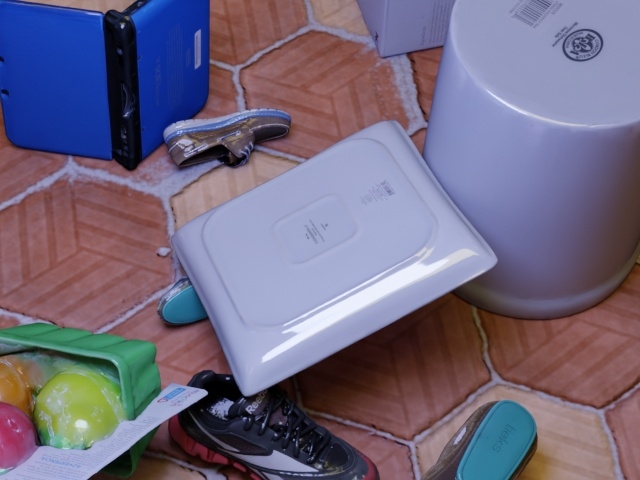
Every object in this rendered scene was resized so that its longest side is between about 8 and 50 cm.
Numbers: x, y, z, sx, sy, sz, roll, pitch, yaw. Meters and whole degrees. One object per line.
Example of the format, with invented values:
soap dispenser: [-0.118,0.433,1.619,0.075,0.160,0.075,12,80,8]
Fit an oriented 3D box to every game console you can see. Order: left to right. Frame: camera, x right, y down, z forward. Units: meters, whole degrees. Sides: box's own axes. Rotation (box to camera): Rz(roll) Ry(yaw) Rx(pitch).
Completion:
game console: [-0.291,-0.251,2.223,0.173,0.293,0.250,34,58,19]

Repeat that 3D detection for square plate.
square plate: [0.000,0.000,2.048,0.344,0.049,0.347,-28,40,-2]

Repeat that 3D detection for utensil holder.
utensil holder: [0.296,-0.136,2.125,0.328,0.385,0.327,2,54,-3]

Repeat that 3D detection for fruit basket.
fruit basket: [-0.354,0.226,1.879,0.327,0.165,0.353,7,29,28]

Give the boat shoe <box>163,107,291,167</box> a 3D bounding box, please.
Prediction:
boat shoe: [-0.126,-0.137,2.300,0.183,0.066,0.066,-11,69,-11]

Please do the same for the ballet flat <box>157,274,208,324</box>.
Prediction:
ballet flat: [-0.136,0.056,2.162,0.188,0.070,0.070,-20,58,-20]

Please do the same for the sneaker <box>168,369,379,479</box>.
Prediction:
sneaker: [-0.055,0.236,1.981,0.276,0.135,0.097,23,50,11]

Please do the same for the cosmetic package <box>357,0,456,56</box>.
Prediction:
cosmetic package: [0.157,-0.390,2.443,0.184,0.151,0.151,-12,55,-12]

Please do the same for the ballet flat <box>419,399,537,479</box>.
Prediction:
ballet flat: [0.144,0.322,1.935,0.116,0.124,0.342,38,47,2]
